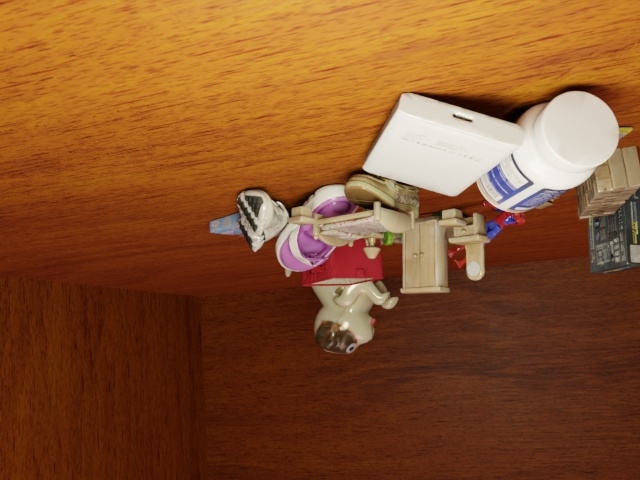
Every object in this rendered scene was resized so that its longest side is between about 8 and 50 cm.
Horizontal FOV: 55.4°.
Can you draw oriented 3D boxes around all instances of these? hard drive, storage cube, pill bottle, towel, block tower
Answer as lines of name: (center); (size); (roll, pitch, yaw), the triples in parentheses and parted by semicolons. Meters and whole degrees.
hard drive: (0.201, -0.158, 1.085); (0.203, 0.040, 0.307); (16, 169, -3)
storage cube: (0.059, 0.034, 1.858); (0.215, 0.193, 0.183); (3, 168, -32)
pill bottle: (0.384, -0.148, 1.057); (0.153, 0.153, 0.265); (-3, 171, -7)
towel: (0.563, -0.209, 1.200); (0.083, 0.009, 0.060); (-4, 171, -4)
block tower: (0.684, -0.132, 1.469); (0.091, 0.097, 0.335); (-7, 168, 14)

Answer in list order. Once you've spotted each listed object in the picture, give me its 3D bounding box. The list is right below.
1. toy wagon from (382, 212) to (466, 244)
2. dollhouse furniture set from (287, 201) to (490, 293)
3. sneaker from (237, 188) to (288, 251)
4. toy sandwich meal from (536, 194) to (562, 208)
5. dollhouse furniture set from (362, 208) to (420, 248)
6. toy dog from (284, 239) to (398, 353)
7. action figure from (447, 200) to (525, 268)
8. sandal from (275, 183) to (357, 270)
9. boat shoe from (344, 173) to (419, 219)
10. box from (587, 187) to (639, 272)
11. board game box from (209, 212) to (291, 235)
toy wagon: (0.368, -0.038, 1.948); (0.267, 0.068, 0.344); (-1, 169, -20)
dollhouse furniture set: (0.156, 0.019, 1.361); (0.303, 0.174, 0.355); (-9, 166, 44)
sneaker: (-0.138, -0.066, 1.518); (0.118, 0.110, 0.292); (-25, 170, -14)
toy sandwich meal: (0.646, -0.113, 1.735); (0.085, 0.029, 0.085); (-4, 170, -1)
dollhouse furniture set: (0.203, -0.034, 1.725); (0.151, 0.123, 0.144); (-8, 170, 19)
toy dog: (0.067, 0.185, 2.101); (0.395, 0.408, 0.284); (-6, 170, 7)
action figure: (0.476, -0.051, 1.738); (0.280, 0.091, 0.139); (-35, 133, 5)
sandal: (-0.015, 0.001, 1.582); (0.169, 0.102, 0.416); (-3, 151, -18)
boat shoe: (0.146, -0.114, 1.402); (0.104, 0.089, 0.285); (8, 174, 31)
box: (0.803, -0.034, 1.665); (0.059, 0.233, 0.183); (3, 169, -6)
board game box: (-0.186, -0.042, 1.760); (0.160, 0.039, 0.211); (-13, 168, 41)
